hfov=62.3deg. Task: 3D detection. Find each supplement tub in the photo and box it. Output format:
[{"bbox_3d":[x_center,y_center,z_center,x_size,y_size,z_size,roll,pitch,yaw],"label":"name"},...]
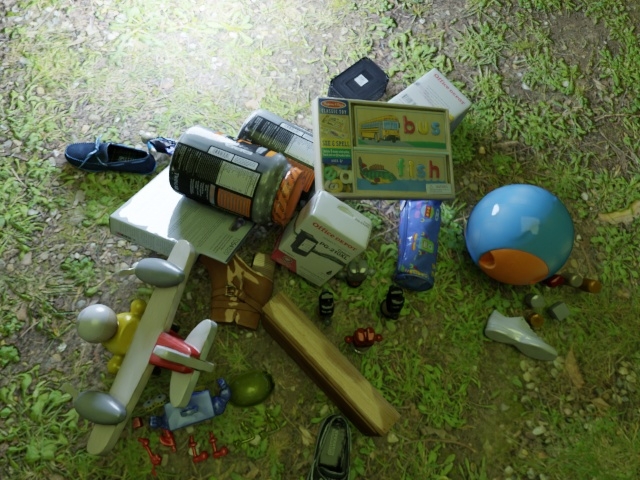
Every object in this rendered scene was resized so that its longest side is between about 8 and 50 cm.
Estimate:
[{"bbox_3d":[-0.213,-0.162,1.377,0.316,0.193,0.193,21,68,6],"label":"supplement tub"},{"bbox_3d":[-0.074,-0.222,1.536,0.338,0.207,0.207,27,69,2],"label":"supplement tub"}]

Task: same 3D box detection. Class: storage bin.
[{"bbox_3d":[0.122,-0.498,1.730,0.180,0.084,0.122,-40,79,-18],"label":"storage bin"}]

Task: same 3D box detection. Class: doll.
[{"bbox_3d":[-0.448,-0.279,1.568,0.189,0.046,0.129,19,29,15],"label":"doll"}]

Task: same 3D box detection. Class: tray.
[{"bbox_3d":[0.010,0.321,1.347,0.411,0.203,0.076,44,71,9],"label":"tray"}]

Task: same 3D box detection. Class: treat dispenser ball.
[{"bbox_3d":[0.560,-0.017,1.500,0.288,0.288,0.288,2,70,-7],"label":"treat dispenser ball"}]

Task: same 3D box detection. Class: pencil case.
[{"bbox_3d":[0.282,-0.008,1.549,0.133,0.119,0.306,21,66,-25],"label":"pencil case"}]

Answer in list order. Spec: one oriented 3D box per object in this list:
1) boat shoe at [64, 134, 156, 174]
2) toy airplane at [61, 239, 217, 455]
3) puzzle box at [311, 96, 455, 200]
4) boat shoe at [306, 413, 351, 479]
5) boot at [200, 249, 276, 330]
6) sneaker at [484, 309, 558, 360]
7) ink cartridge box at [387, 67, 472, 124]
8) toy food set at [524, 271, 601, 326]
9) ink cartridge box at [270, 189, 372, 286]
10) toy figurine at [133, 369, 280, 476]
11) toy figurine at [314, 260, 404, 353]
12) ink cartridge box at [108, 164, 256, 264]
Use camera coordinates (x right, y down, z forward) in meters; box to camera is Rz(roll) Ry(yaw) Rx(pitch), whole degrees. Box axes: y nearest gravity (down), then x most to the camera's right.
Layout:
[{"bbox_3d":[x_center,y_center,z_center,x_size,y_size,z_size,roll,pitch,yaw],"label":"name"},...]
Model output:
[{"bbox_3d":[-0.612,-0.258,1.541,0.258,0.089,0.109,1,70,-8],"label":"boat shoe"},{"bbox_3d":[-0.412,0.229,1.197,0.272,0.384,0.386,30,28,-30],"label":"toy airplane"},{"bbox_3d":[0.179,-0.248,1.468,0.409,0.052,0.272,-1,83,-19],"label":"puzzle box"},{"bbox_3d":[0.024,0.584,1.306,0.108,0.102,0.301,14,68,-2],"label":"boat shoe"},{"bbox_3d":[-0.272,0.118,1.451,0.283,0.109,0.220,17,72,-9],"label":"boot"},{"bbox_3d":[0.583,0.266,1.517,0.212,0.080,0.094,26,58,4],"label":"sneaker"},{"bbox_3d":[0.317,-0.383,1.667,0.233,0.168,0.171,-38,80,-18],"label":"ink cartridge box"},{"bbox_3d":[0.693,0.161,1.573,0.232,0.104,0.111,-35,91,0],"label":"toy food set"},{"bbox_3d":[0.000,0.000,1.419,0.172,0.237,0.100,31,47,-15],"label":"ink cartridge box"},{"bbox_3d":[-0.272,0.425,1.265,0.363,0.217,0.191,-13,72,-11],"label":"toy figurine"},{"bbox_3d":[0.107,0.180,1.451,0.209,0.148,0.213,37,72,13],"label":"toy figurine"},{"bbox_3d":[-0.332,-0.070,1.435,0.330,0.071,0.324,23,40,7],"label":"ink cartridge box"}]
